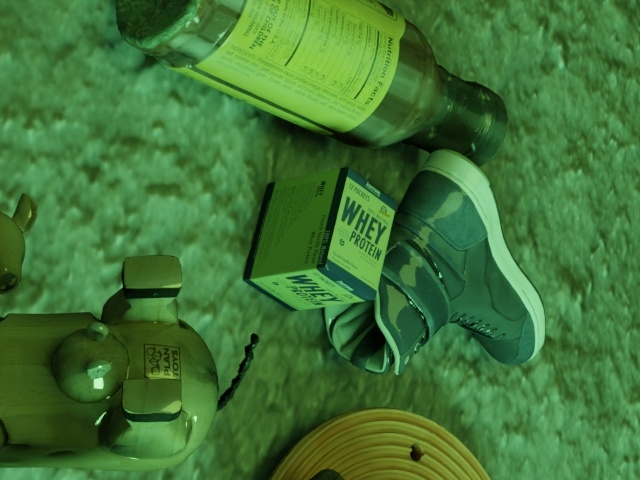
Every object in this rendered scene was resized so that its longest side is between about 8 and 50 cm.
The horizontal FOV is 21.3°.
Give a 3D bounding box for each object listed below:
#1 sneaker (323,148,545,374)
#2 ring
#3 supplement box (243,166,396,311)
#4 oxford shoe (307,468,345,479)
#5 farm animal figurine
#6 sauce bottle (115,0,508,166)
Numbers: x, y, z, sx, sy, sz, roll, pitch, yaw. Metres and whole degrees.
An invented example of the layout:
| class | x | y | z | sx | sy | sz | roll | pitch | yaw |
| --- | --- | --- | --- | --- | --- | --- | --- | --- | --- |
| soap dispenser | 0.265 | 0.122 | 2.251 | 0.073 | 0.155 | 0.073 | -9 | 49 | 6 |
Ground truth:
| class | x | y | z | sx | sy | sz | roll | pitch | yaw |
| --- | --- | --- | --- | --- | --- | --- | --- | --- | --- |
| sneaker | 0.088 | 0.061 | 1.325 | 0.163 | 0.086 | 0.226 | -52 | 135 | -24 |
| ring | 0.046 | 0.293 | 1.269 | 0.336 | 0.032 | 0.336 | 10 | 76 | -46 |
| supplement box | 0.000 | 0.000 | 1.234 | 0.056 | 0.083 | 0.083 | 34 | 59 | -38 |
| oxford shoe | 0.062 | 0.275 | 1.199 | 0.271 | 0.097 | 0.098 | 56 | 42 | -25 |
| farm animal figurine | -0.199 | 0.058 | 0.935 | 0.327 | 0.172 | 0.330 | 15 | 66 | -1 |
| sauce bottle | 0.007 | -0.132 | 1.252 | 0.344 | 0.111 | 0.111 | 22 | 67 | -45 |
